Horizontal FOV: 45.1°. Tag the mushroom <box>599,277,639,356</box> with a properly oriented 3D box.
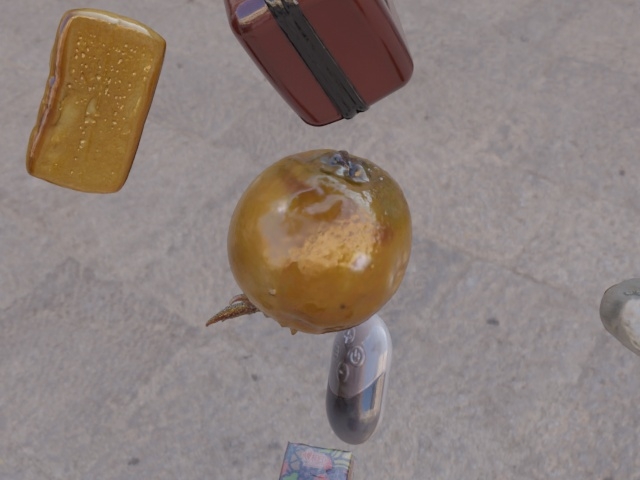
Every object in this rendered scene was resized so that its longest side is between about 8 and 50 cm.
[{"bbox_3d":[0.408,0.095,0.975,0.108,0.247,0.096,11,92,7],"label":"mushroom"}]

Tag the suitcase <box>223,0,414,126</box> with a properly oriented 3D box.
[{"bbox_3d":[-0.014,-0.309,0.921,0.161,0.236,0.297,-23,55,17],"label":"suitcase"}]

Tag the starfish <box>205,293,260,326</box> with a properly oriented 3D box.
[{"bbox_3d":[-0.129,0.123,1.564,0.227,0.240,0.043,-31,77,15],"label":"starfish"}]

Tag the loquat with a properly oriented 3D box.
[{"bbox_3d":[0.000,0.000,1.336,0.329,0.328,0.328,-3,47,3],"label":"loquat"}]

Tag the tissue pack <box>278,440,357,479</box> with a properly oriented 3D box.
[{"bbox_3d":[-0.013,0.386,1.157,0.109,0.060,0.148,6,62,15],"label":"tissue pack"}]

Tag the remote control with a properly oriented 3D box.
[{"bbox_3d":[0.094,0.339,1.917,0.104,0.331,0.221,9,-5,-30],"label":"remote control"}]

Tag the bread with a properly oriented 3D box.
[{"bbox_3d":[-0.246,-0.150,0.836,0.116,0.200,0.077,11,21,-29],"label":"bread"}]
